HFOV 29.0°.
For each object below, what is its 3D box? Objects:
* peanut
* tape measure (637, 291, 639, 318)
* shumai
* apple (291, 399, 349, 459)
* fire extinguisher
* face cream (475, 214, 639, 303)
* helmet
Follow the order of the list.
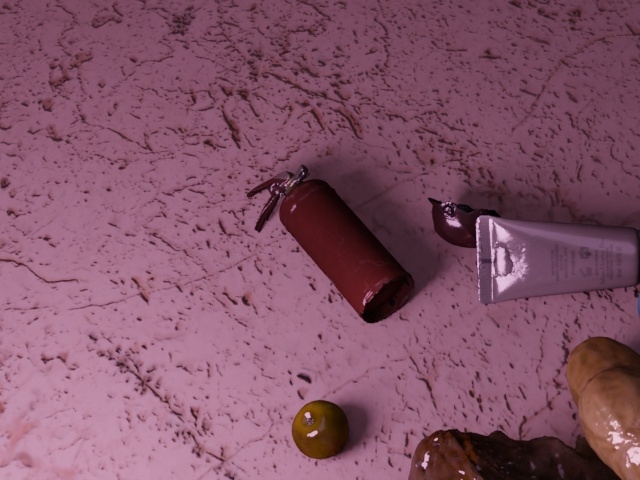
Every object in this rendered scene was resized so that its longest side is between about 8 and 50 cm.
[{"bbox_3d":[0.424,0.230,1.729,0.147,0.148,0.319,-16,25,1],"label":"peanut"},{"bbox_3d":[0.540,0.091,1.854,0.125,0.146,0.081,-4,17,-19],"label":"tape measure"},{"bbox_3d":[0.286,0.401,1.732,0.283,0.217,0.346,-17,67,-38],"label":"shumai"},{"bbox_3d":[-0.002,0.285,1.871,0.089,0.074,0.090,-16,55,25],"label":"apple"},{"bbox_3d":[0.000,0.000,2.030,0.147,0.106,0.337,-48,59,11],"label":"fire extinguisher"},{"bbox_3d":[0.402,0.028,1.935,0.314,0.089,0.143,-2,101,7],"label":"face cream"},{"bbox_3d":[0.228,-0.025,2.007,0.123,0.098,0.070,10,93,21],"label":"helmet"}]
